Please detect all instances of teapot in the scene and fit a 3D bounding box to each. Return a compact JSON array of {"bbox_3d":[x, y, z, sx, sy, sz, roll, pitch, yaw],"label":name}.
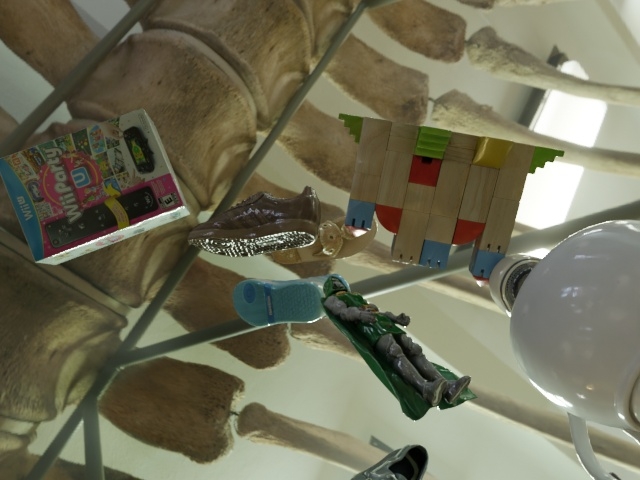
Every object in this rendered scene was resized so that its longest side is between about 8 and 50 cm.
[{"bbox_3d":[0.347,0.116,0.518,0.253,0.187,0.256,-38,-60,4],"label":"teapot"}]

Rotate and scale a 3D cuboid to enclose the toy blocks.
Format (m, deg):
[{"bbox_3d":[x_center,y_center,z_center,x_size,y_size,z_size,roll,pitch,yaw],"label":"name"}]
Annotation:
[{"bbox_3d":[0.198,-0.069,0.881,0.382,0.190,0.260,11,-76,4],"label":"toy blocks"}]

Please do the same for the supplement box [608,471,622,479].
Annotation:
[{"bbox_3d":[0.485,0.511,0.853,0.188,0.104,0.080,-22,-71,-10],"label":"supplement box"}]

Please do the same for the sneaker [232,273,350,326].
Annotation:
[{"bbox_3d":[-0.063,0.153,1.272,0.208,0.319,0.127,-4,-88,-52],"label":"sneaker"}]

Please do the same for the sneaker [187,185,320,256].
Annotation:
[{"bbox_3d":[-0.083,-0.024,0.621,0.066,0.189,0.071,47,-136,-54],"label":"sneaker"}]

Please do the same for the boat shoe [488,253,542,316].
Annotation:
[{"bbox_3d":[0.453,0.141,0.833,0.341,0.158,0.127,30,-87,-23],"label":"boat shoe"}]

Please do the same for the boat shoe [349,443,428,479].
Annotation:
[{"bbox_3d":[0.155,0.553,1.102,0.116,0.099,0.320,51,-154,22],"label":"boat shoe"}]

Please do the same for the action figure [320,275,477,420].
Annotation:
[{"bbox_3d":[0.071,0.112,0.593,0.137,0.232,0.063,13,-72,-43],"label":"action figure"}]

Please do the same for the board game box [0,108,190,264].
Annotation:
[{"bbox_3d":[-0.460,-0.108,1.003,0.304,0.097,0.223,-23,-92,-8],"label":"board game box"}]

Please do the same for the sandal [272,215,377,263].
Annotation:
[{"bbox_3d":[0.002,0.006,1.024,0.079,0.240,0.088,-18,-87,-75],"label":"sandal"}]
